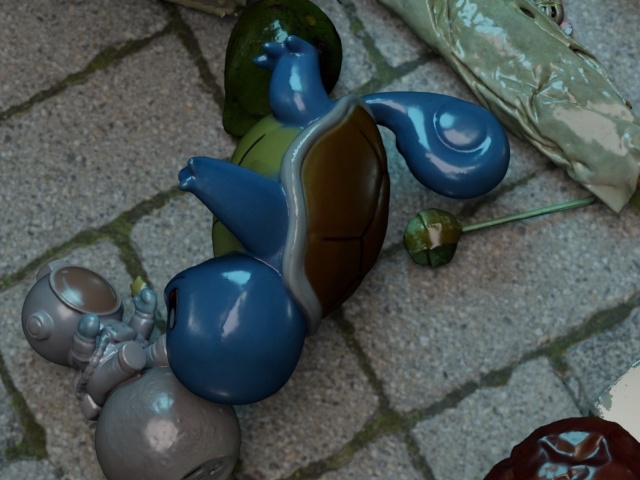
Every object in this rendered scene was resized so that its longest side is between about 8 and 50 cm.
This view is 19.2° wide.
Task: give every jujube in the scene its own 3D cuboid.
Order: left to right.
[{"bbox_3d":[0.216,0.280,1.771,0.174,0.174,0.250,40,102,15],"label":"jujube"}]

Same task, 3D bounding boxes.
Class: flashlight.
[{"bbox_3d":[0.239,-0.266,1.981,0.052,0.031,0.110,1,75,8],"label":"flashlight"}]

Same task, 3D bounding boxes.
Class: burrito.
[{"bbox_3d":[0.195,-0.192,1.940,0.392,0.076,0.117,45,97,17],"label":"burrito"}]

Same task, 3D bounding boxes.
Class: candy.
[{"bbox_3d":[0.183,-0.018,1.920,0.202,0.061,0.061,-12,74,-5],"label":"candy"}]

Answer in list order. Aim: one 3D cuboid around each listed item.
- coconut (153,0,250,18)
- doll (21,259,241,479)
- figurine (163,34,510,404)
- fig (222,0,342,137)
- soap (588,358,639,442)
[{"bbox_3d":[-0.161,-0.455,1.907,0.405,0.404,0.404,-2,75,7],"label":"coconut"},{"bbox_3d":[-0.200,0.136,1.883,0.151,0.151,0.287,-39,67,-4],"label":"doll"},{"bbox_3d":[-0.022,-0.032,1.843,0.243,0.298,0.416,44,69,10],"label":"figurine"},{"bbox_3d":[-0.050,-0.173,1.961,0.156,0.123,0.123,-47,71,34],"label":"fig"},{"bbox_3d":[0.362,0.192,1.828,0.121,0.064,0.183,-40,74,-4],"label":"soap"}]
